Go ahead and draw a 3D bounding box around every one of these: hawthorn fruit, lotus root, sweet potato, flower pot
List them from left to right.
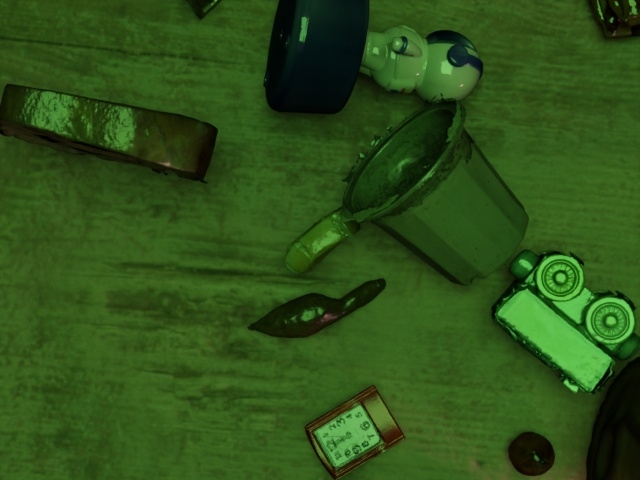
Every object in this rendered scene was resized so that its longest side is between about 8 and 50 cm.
[{"bbox_3d":[-0.375,-0.189,1.730,0.390,0.374,0.111,13,93,39],"label":"lotus root"},{"bbox_3d":[-0.001,0.129,1.846,0.269,0.075,0.075,-18,84,-6],"label":"sweet potato"},{"bbox_3d":[0.214,-0.073,1.776,0.259,0.290,0.290,41,84,-20],"label":"flower pot"},{"bbox_3d":[0.382,0.384,1.807,0.081,0.093,0.081,0,83,-2],"label":"hawthorn fruit"}]

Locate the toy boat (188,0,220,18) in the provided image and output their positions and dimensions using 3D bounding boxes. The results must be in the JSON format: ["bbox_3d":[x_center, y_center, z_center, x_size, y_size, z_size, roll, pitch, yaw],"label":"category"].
[{"bbox_3d":[-0.190,-0.516,1.897,0.061,0.116,0.188,44,86,11],"label":"toy boat"}]

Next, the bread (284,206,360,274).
[{"bbox_3d":[0.000,0.000,1.836,0.156,0.117,0.064,-39,87,-5],"label":"bread"}]

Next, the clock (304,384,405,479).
[{"bbox_3d":[0.060,0.348,1.828,0.155,0.061,0.113,-31,85,0],"label":"clock"}]

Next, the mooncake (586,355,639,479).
[{"bbox_3d":[0.594,0.378,1.662,0.246,0.393,0.394,8,117,-4],"label":"mooncake"}]

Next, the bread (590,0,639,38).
[{"bbox_3d":[0.656,-0.544,1.880,0.324,0.167,0.278,-17,84,-1],"label":"bread"}]

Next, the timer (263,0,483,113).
[{"bbox_3d":[0.108,-0.336,1.834,0.383,0.270,0.271,9,83,-13],"label":"timer"}]

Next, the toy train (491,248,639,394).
[{"bbox_3d":[0.438,0.137,1.811,0.271,0.159,0.188,39,94,4],"label":"toy train"}]
